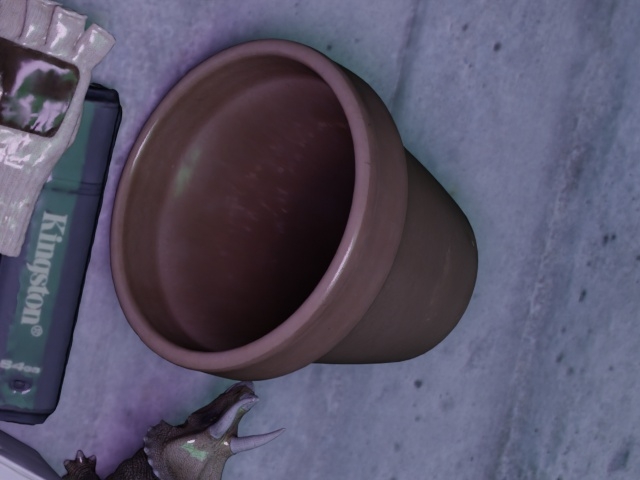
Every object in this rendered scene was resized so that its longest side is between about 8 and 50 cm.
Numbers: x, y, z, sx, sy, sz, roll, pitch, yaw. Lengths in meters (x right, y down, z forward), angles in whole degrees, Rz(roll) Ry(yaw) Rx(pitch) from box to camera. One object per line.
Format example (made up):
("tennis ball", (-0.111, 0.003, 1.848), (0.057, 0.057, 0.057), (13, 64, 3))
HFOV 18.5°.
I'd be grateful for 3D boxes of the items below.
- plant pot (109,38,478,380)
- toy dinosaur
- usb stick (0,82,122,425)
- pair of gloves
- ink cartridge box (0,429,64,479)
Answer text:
("plant pot", (0.000, 0.000, 1.555), (0.229, 0.263, 0.263), (24, 94, -48))
("toy dinosaur", (-0.134, 0.252, 1.591), (0.121, 0.160, 0.314), (3, 103, -26))
("usb stick", (-0.217, 0.009, 1.544), (0.077, 0.045, 0.278), (8, 102, -26))
("pair of gloves", (-0.293, -0.114, 1.450), (0.240, 0.042, 0.204), (25, 95, -16))
("ink cartridge box", (-0.364, 0.258, 1.500), (0.226, 0.131, 0.306), (36, 88, -29))
